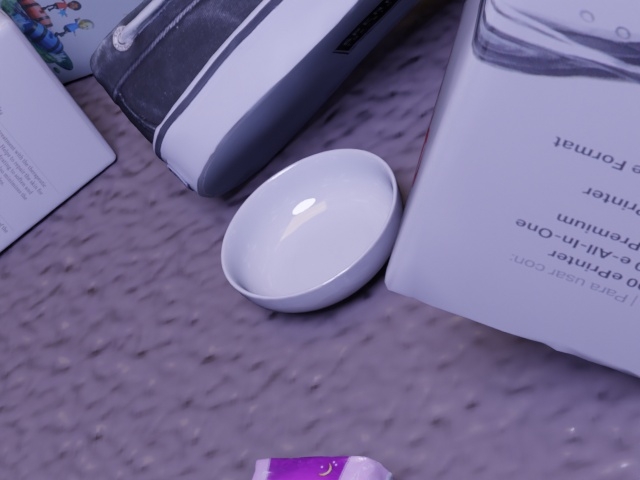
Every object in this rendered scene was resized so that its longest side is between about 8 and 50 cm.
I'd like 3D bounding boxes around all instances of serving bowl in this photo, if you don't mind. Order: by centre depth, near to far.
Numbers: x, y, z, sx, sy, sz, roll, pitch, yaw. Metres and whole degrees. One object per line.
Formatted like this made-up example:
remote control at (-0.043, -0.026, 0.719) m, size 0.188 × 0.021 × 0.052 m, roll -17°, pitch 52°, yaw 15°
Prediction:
serving bowl at (0.000, 0.000, 0.610) m, size 0.083 × 0.027 × 0.083 m, roll -20°, pitch 41°, yaw 18°

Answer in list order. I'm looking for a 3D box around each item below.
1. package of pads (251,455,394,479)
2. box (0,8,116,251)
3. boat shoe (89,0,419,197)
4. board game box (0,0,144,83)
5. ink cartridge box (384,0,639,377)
package of pads at (-0.006, 0.114, 0.492) m, size 0.050 × 0.032 × 0.083 m, roll -7°, pitch 46°, yaw 27°
box at (-0.182, -0.068, 0.755) m, size 0.087 × 0.101 × 0.102 m, roll -40°, pitch 38°, yaw -6°
boat shoe at (0.017, -0.160, 0.639) m, size 0.105 × 0.113 × 0.306 m, roll 47°, pitch 109°, yaw 11°
board game box at (-0.040, -0.228, 0.824) m, size 0.303 × 0.097 × 0.224 m, roll -16°, pitch 43°, yaw 25°
ink cartridge box at (0.132, -0.132, 0.416) m, size 0.129 × 0.307 × 0.223 m, roll 18°, pitch 53°, yaw 1°
